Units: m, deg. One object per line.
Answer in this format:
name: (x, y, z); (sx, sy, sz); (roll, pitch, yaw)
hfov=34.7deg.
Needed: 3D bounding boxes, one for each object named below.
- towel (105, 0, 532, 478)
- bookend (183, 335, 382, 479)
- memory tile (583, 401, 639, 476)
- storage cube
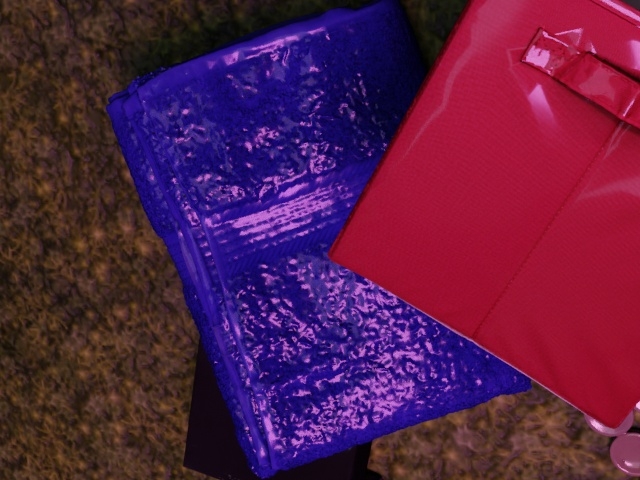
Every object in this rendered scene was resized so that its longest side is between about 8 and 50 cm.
towel: (0.000, 0.000, 0.730); (0.228, 0.076, 0.308); (-20, 94, 5)
bookend: (-0.020, 0.127, 0.831); (0.156, 0.072, 0.157); (15, 112, 16)
memory tile: (0.275, 0.155, 0.752); (0.113, 0.012, 0.148); (-35, 92, 28)
storage cube: (0.145, -0.052, 0.574); (0.184, 0.215, 0.193); (31, 118, 3)
